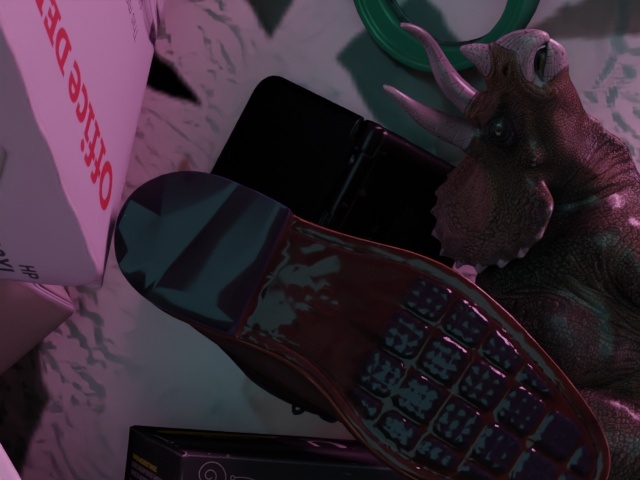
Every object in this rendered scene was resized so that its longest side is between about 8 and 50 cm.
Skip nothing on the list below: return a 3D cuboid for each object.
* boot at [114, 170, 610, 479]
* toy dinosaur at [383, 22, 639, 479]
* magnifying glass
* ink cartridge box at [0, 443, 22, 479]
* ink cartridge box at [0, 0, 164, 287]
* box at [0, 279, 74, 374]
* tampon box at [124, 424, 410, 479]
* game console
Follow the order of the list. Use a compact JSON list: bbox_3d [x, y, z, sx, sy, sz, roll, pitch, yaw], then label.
[{"bbox_3d":[0.019,0.044,0.676,0.219,0.106,0.082,32,84,4],"label":"boot"},{"bbox_3d":[0.122,0.056,0.715,0.160,0.121,0.314,0,102,12],"label":"toy dinosaur"},{"bbox_3d":[0.091,-0.161,0.688,0.092,0.026,0.231,50,132,8],"label":"magnifying glass"},{"bbox_3d":[-0.236,0.183,0.608,0.270,0.197,0.198,-23,60,-25],"label":"ink cartridge box"},{"bbox_3d":[-0.134,-0.168,0.620,0.129,0.223,0.307,5,62,7],"label":"ink cartridge box"},{"bbox_3d":[-0.258,0.072,0.732,0.275,0.113,0.094,-40,63,3],"label":"box"},{"bbox_3d":[-0.025,0.168,0.702,0.120,0.101,0.161,7,89,-19],"label":"tampon box"},{"bbox_3d":[0.000,0.000,0.766,0.107,0.071,0.122,27,93,-24],"label":"game console"}]
